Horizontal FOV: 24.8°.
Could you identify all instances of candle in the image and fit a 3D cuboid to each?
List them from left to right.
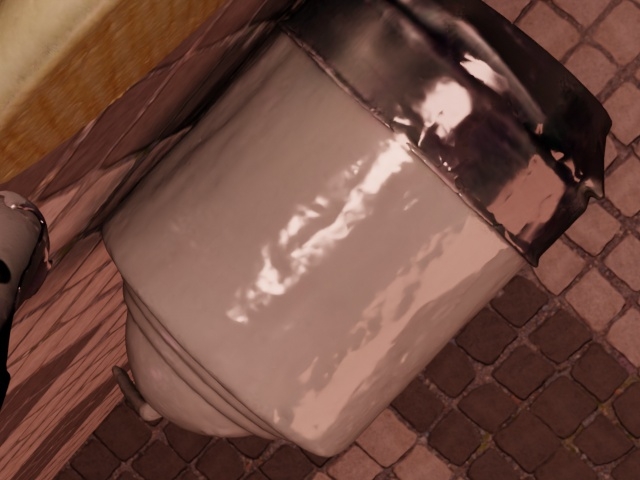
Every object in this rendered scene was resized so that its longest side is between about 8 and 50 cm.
[{"bbox_3d":[0.000,0.000,0.901,0.342,0.221,0.221,-48,179,3],"label":"candle"}]

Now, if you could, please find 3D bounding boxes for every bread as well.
[{"bbox_3d":[-0.083,-0.061,0.462,0.112,0.036,0.193,-43,-178,3],"label":"bread"}]

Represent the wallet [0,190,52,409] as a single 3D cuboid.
[{"bbox_3d":[-0.169,0.100,0.542,0.170,0.069,0.231,-52,-168,35],"label":"wallet"}]
